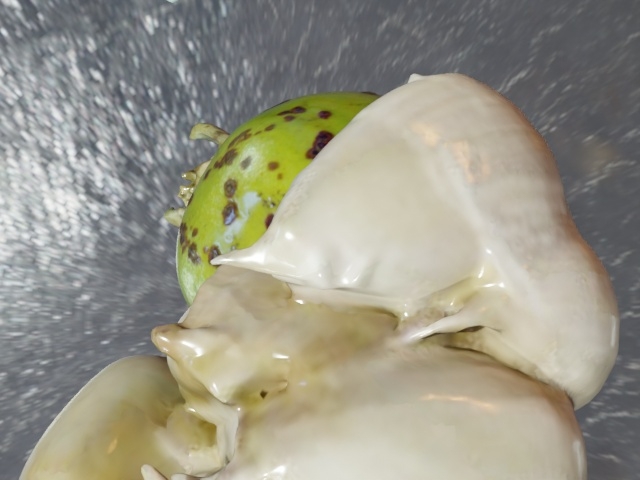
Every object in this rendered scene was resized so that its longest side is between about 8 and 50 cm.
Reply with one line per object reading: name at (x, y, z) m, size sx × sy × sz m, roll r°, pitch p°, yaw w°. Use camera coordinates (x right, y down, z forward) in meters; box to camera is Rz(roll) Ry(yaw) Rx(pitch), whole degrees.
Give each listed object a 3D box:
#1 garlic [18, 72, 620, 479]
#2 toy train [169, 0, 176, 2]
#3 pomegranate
garlic at (0.002, 0.088, 0.606) m, size 0.281 × 0.203 × 0.185 m, roll -42°, pitch 70°, yaw 10°
toy train at (-0.034, -0.238, 1.144) m, size 0.207 × 0.047 × 0.043 m, roll -36°, pitch 112°, yaw 9°
pomegranate at (-0.004, 0.011, 1.001) m, size 0.198 × 0.246 × 0.198 m, roll 6°, pitch 80°, yaw -41°
